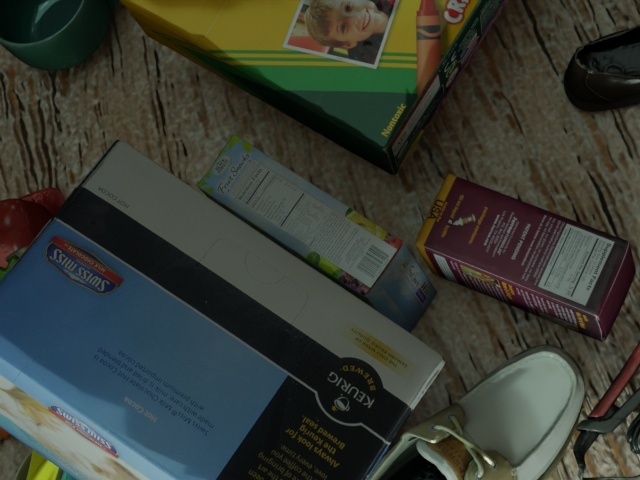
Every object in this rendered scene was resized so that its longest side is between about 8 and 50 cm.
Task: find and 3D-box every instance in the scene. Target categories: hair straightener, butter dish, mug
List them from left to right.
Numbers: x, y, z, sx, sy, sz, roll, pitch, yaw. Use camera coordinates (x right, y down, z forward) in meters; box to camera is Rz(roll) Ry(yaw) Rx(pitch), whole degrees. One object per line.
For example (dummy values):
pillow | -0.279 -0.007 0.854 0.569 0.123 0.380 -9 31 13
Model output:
butter dish | -0.345 0.022 1.489 0.160 0.118 0.160 -23 68 8
mug | -0.288 -0.254 1.571 0.157 0.097 0.129 9 75 17
hair straightener | 0.317 0.137 1.300 0.089 0.047 0.230 36 78 17

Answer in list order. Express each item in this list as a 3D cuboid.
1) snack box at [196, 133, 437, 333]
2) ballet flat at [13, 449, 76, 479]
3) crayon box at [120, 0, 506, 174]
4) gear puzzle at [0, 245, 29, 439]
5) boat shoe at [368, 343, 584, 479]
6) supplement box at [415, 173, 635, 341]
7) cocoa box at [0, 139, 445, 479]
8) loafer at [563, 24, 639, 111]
snack box | 0.000 0.000 1.368 0.207 0.174 0.070 32 83 21
ballet flat | -0.287 0.285 1.418 0.077 0.077 0.231 5 68 25
crayon box | 0.033 -0.300 1.397 0.313 0.106 0.363 31 84 14
gear puzzle | -0.309 0.111 1.439 0.339 0.044 0.175 -33 106 3
boat shoe | 0.129 0.212 1.304 0.302 0.103 0.113 -46 67 -2
supplement box | 0.197 0.017 1.346 0.188 0.104 0.081 22 80 20
cocoa box | -0.112 0.128 1.256 0.347 0.231 0.228 34 65 4
loafer | 0.346 -0.182 1.379 0.220 0.078 0.080 -17 69 10
